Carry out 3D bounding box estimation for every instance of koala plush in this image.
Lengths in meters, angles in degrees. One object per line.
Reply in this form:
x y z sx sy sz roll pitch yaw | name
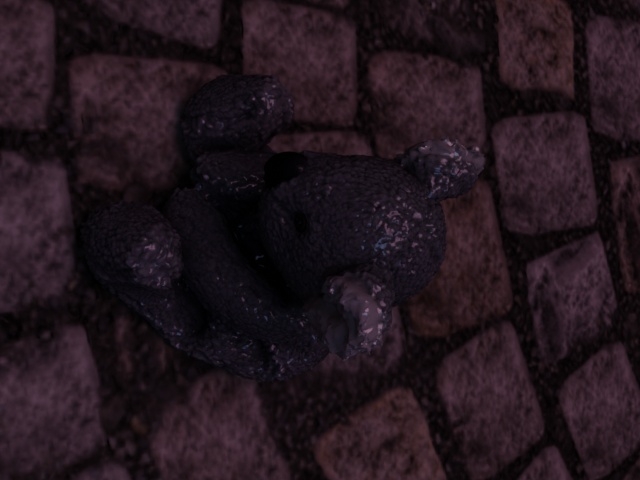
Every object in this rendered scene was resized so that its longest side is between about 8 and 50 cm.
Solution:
0.000 0.000 0.960 0.203 0.221 0.196 51 55 -25 | koala plush
